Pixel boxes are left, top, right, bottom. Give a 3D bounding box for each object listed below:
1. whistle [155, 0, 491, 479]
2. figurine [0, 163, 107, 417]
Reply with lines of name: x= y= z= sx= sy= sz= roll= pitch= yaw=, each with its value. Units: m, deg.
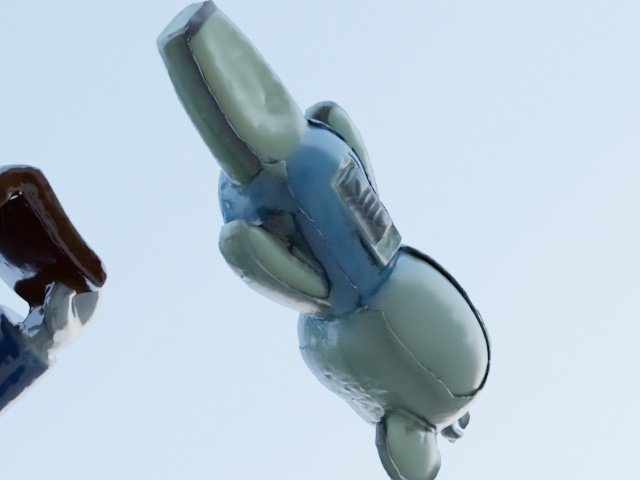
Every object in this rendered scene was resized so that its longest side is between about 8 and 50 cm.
whistle: x=0.000 y=0.000 z=0.784 sx=0.236 sy=0.077 sz=0.114 roll=55 pitch=-137 yaw=-22
figurine: x=-0.199 y=0.090 z=0.875 sx=0.283 sy=0.338 sz=0.204 roll=-37 pitch=-32 yaw=24
